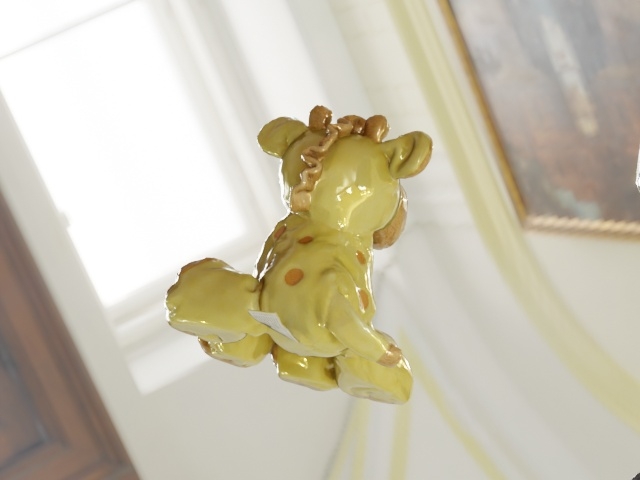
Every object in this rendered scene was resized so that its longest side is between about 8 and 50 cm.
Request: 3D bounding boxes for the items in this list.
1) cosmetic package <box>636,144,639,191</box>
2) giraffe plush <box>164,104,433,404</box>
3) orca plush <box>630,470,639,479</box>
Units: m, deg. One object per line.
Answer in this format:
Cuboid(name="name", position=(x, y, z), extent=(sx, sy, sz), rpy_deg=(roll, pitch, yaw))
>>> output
Cuboid(name="cosmetic package", position=(0.283, -0.231, 0.637), extent=(0.230, 0.453, 0.161), rpy_deg=(9, 170, -8))
Cuboid(name="giraffe plush", position=(0.000, 0.000, 1.065), extent=(0.181, 0.170, 0.210), rpy_deg=(16, 164, 3))
Cuboid(name="orca plush", position=(0.332, 0.255, 1.290), extent=(0.287, 0.102, 0.151), rpy_deg=(-35, -142, 20))
